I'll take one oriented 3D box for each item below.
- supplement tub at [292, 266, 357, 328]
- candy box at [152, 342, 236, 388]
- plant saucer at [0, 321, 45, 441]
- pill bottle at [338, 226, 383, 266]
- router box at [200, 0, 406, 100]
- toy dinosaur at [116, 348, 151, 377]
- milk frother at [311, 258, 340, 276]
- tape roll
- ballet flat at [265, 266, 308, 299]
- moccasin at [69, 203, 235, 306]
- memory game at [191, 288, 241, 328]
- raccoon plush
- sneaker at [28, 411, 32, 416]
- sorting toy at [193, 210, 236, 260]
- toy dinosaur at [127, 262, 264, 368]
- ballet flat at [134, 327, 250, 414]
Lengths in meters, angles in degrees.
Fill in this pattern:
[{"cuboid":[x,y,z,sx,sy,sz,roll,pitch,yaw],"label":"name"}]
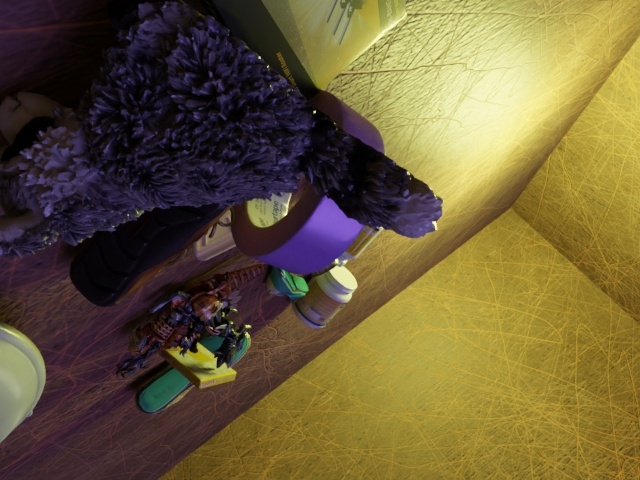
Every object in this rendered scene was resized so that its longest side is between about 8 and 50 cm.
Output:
[{"cuboid":[0.014,0.184,1.534,0.200,0.144,0.144,-50,158,23],"label":"supplement tub"},{"cuboid":[-0.307,0.287,1.100,0.105,0.205,0.027,1,108,-50],"label":"candy box"},{"cuboid":[-0.576,0.253,0.584,0.400,0.101,0.401,-24,142,-20],"label":"plant saucer"},{"cuboid":[0.094,-0.011,1.344,0.184,0.103,0.103,-49,158,21],"label":"pill bottle"},{"cuboid":[-0.020,-0.322,0.550,0.243,0.081,0.309,-41,159,1],"label":"router box"},{"cuboid":[-0.455,0.294,1.120,0.090,0.047,0.082,-15,-167,45],"label":"toy dinosaur"},{"cuboid":[0.000,0.000,1.154,0.143,0.135,0.129,-30,-172,-20],"label":"milk frother"},{"cuboid":[-0.029,-0.090,0.717,0.090,0.275,0.275,24,118,-35],"label":"tape roll"},{"cuboid":[-0.107,0.129,1.313,0.087,0.083,0.247,-28,158,6],"label":"ballet flat"},{"cuboid":[-0.214,-0.046,0.691,0.380,0.139,0.147,-47,-176,20],"label":"moccasin"},{"cuboid":[-0.288,0.188,1.204,0.186,0.012,0.186,-35,158,-16],"label":"memory game"},{"cuboid":[-0.128,-0.043,0.481,0.299,0.446,0.216,-56,171,4],"label":"raccoon plush"},{"cuboid":[-0.539,0.246,0.770,0.080,0.094,0.212,-31,157,-20],"label":"sneaker"},{"cuboid":[-0.164,-0.068,0.884,0.193,0.038,0.208,-29,152,-30],"label":"sorting toy"},{"cuboid":[-0.262,0.170,1.033,0.321,0.164,0.218,-23,135,0],"label":"toy dinosaur"},{"cuboid":[-0.364,0.361,1.306,0.348,0.123,0.123,-33,158,-21],"label":"ballet flat"}]
